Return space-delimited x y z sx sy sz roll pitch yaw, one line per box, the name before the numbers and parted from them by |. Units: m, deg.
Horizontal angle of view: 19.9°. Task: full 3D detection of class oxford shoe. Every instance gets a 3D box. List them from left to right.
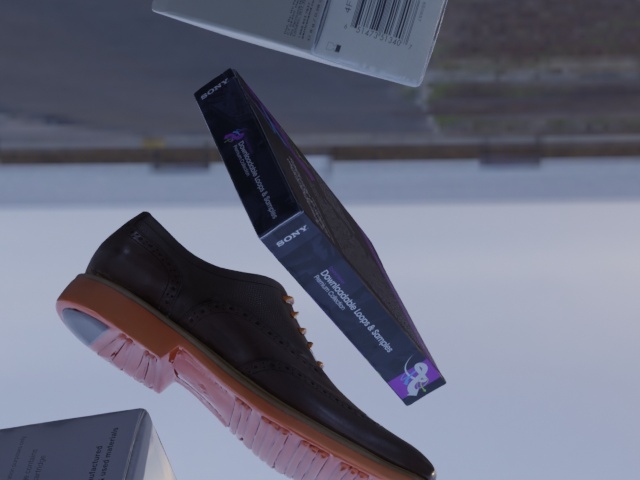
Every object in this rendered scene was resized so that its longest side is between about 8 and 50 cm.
oxford shoe | -0.040 0.103 1.551 0.364 0.132 0.130 34 156 0

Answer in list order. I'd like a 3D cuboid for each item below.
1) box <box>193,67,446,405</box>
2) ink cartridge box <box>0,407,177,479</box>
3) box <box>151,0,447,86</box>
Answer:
box | 0.000 0.000 0.918 0.029 0.116 0.162 -32 135 6
ink cartridge box | -0.214 0.232 1.116 0.283 0.207 0.117 -10 -146 14
box | -0.021 -0.199 1.474 0.113 0.094 0.275 14 -174 -35
